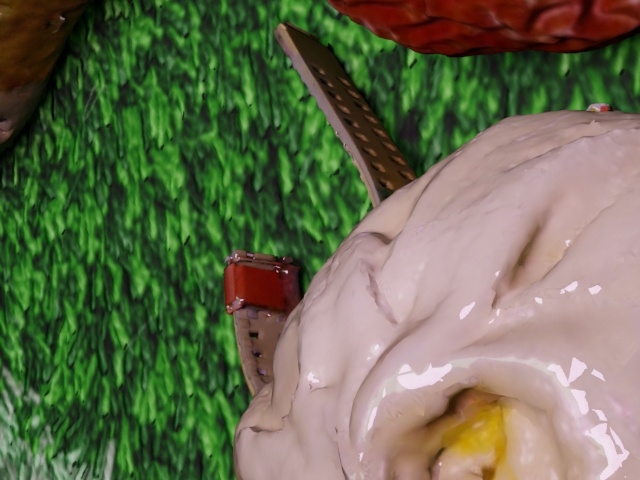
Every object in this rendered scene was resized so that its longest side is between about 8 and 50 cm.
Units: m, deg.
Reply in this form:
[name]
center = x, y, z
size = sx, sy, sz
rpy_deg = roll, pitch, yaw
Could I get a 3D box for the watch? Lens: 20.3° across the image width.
[watch]
center = -0.001, 0.009, 1.083
size = 0.165, 0.102, 0.268
rpy_deg = -57, 40, 30

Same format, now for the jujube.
[jujube]
center = 0.093, -0.180, 0.928
size = 0.250, 0.174, 0.174
rpy_deg = -1, 85, 46

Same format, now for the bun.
[bun]
center = 0.093, 0.130, 0.760
size = 0.365, 0.219, 0.365
rpy_deg = 2, 92, 46

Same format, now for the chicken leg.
[chicken leg]
center = -0.243, -0.163, 1.336
size = 0.429, 0.201, 0.152
rpy_deg = -33, 90, 36

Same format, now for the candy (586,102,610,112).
[candy]
center = 0.165, -0.047, 0.939
size = 0.030, 0.020, 0.083
rpy_deg = -60, 45, 25
